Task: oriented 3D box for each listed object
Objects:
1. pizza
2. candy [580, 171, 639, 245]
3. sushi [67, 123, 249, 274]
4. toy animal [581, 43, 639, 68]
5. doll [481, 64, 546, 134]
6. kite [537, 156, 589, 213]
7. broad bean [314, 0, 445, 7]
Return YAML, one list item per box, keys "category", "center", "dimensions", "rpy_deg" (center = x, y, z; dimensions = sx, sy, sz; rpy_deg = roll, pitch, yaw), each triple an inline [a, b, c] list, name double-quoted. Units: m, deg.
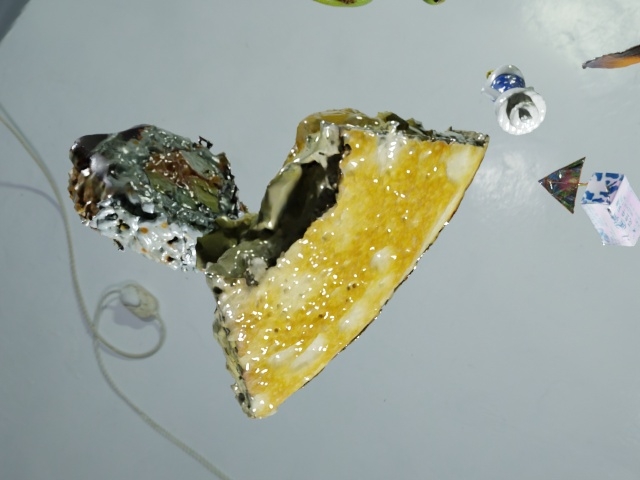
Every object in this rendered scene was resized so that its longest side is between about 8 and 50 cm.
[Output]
- category: "pizza"
  center: [0.000, 0.000, 0.530]
  dimensions: [0.323, 0.223, 0.089]
  rpy_deg: [-51, 54, 1]
- category: "candy"
  center: [0.619, -0.062, 1.381]
  dimensions: [0.073, 0.160, 0.092]
  rpy_deg: [7, 60, 51]
- category: "sushi"
  center: [-0.331, -0.088, 1.410]
  dimensions: [0.417, 0.417, 0.176]
  rpy_deg: [43, 119, 13]
- category: "toy animal"
  center: [0.757, -0.448, 1.392]
  dimensions: [0.302, 0.284, 0.225]
  rpy_deg: [-31, 61, -11]
- category: "doll"
  center: [0.483, -0.359, 1.649]
  dimensions: [0.138, 0.293, 0.119]
  rpy_deg: [3, 124, -4]
- category: "kite"
  center: [0.637, -0.145, 1.670]
  dimensions: [0.159, 0.010, 0.190]
  rpy_deg: [8, 60, 28]
- category: "broad bean"
  center: [0.059, -0.334, 0.858]
  dimensions: [0.213, 0.048, 0.070]
  rpy_deg: [2, 55, 2]
